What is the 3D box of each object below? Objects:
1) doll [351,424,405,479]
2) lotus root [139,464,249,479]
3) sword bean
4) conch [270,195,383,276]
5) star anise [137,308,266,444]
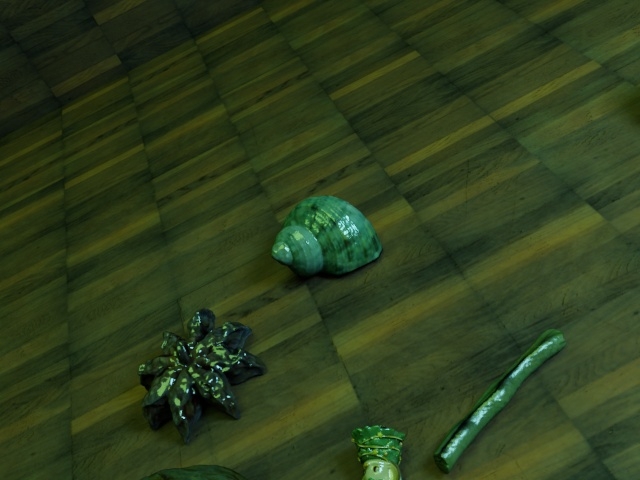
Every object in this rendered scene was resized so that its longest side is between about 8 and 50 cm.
[{"bbox_3d":[0.088,0.316,1.019,0.078,0.076,0.113,-30,62,39],"label":"doll"},{"bbox_3d":[-0.112,0.434,0.839,0.250,0.250,0.346,-40,40,-15],"label":"lotus root"},{"bbox_3d":[0.253,0.219,1.033,0.269,0.038,0.043,-41,35,-18],"label":"sword bean"},{"bbox_3d":[0.002,-0.002,1.364,0.188,0.122,0.176,-31,63,1],"label":"conch"},{"bbox_3d":[-0.222,0.216,1.263,0.223,0.109,0.236,-31,40,3],"label":"star anise"}]
